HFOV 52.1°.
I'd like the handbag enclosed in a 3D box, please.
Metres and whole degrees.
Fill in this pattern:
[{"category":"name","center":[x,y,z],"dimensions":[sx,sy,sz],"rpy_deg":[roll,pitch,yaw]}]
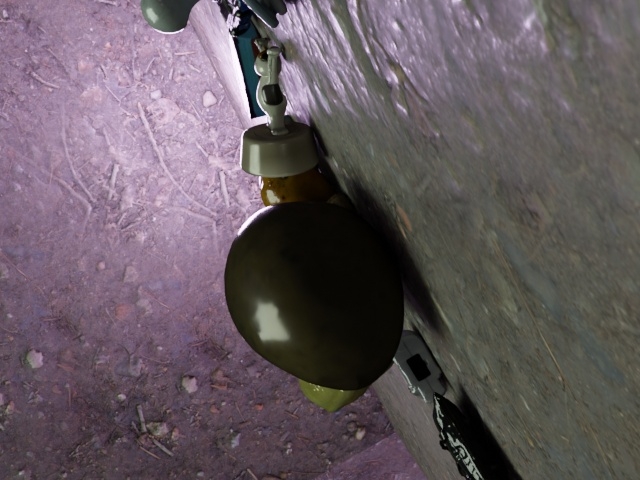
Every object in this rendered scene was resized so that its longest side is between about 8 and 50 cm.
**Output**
[{"category":"handbag","center":[0.302,0.429,1.315],"dimensions":[0.254,0.089,0.211],"rpy_deg":[58,179,28]}]

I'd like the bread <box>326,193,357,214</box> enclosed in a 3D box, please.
[{"category":"bread","center":[0.051,-0.046,1.454],"dimensions":[0.113,0.060,0.082],"rpy_deg":[66,176,-19]}]

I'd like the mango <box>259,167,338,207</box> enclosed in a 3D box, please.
[{"category":"mango","center":[-0.038,-0.097,1.536],"dimensions":[0.166,0.136,0.236],"rpy_deg":[12,164,34]}]

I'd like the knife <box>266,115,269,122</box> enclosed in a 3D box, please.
[{"category":"knife","center":[-0.092,-0.205,1.604],"dimensions":[0.063,0.035,0.260],"rpy_deg":[54,164,41]}]

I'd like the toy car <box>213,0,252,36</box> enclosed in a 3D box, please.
[{"category":"toy car","center":[-0.170,-0.488,1.330],"dimensions":[0.103,0.063,0.216],"rpy_deg":[62,169,-7]}]

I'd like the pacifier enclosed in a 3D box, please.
[{"category":"pacifier","center":[-0.181,-0.410,1.025],"dimensions":[0.287,0.226,0.238],"rpy_deg":[61,-167,23]}]

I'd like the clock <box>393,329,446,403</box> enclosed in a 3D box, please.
[{"category":"clock","center":[0.211,0.281,1.467],"dimensions":[0.176,0.080,0.117],"rpy_deg":[59,174,15]}]

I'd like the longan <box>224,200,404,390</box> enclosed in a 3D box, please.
[{"category":"longan","center":[-0.010,0.101,1.290],"dimensions":[0.404,0.336,0.404],"rpy_deg":[51,160,28]}]

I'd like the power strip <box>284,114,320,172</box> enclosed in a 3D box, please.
[{"category":"power strip","center":[-0.069,-0.235,1.676],"dimensions":[0.167,0.054,0.253],"rpy_deg":[64,175,-27]}]

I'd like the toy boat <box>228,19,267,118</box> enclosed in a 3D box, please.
[{"category":"toy boat","center":[-0.167,-0.414,1.650],"dimensions":[0.136,0.079,0.392],"rpy_deg":[62,172,18]}]

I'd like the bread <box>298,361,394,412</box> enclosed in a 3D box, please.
[{"category":"bread","center":[0.067,0.329,1.883],"dimensions":[0.237,0.320,0.320],"rpy_deg":[40,168,17]}]

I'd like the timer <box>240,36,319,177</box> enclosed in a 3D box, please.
[{"category":"timer","center":[-0.099,-0.287,1.393],"dimensions":[0.175,0.175,0.266],"rpy_deg":[-127,29,-59]}]
